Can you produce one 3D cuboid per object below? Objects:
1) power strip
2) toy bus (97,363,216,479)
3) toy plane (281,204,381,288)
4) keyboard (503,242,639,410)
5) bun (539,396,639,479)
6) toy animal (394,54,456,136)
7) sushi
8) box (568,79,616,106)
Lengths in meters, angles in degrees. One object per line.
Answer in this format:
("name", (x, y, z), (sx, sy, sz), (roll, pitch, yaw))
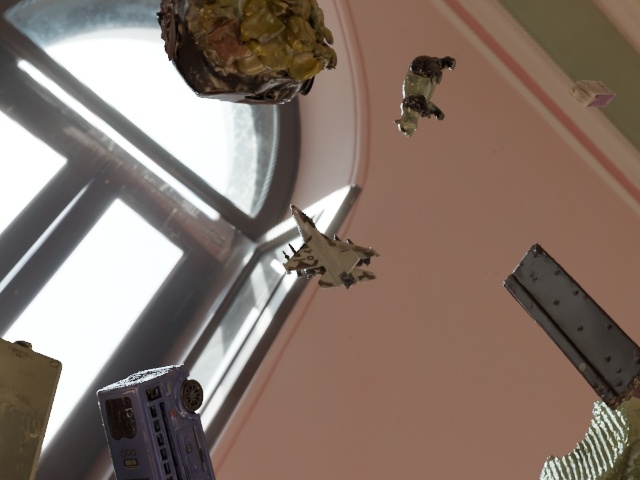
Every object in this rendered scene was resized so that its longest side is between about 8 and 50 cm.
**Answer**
("power strip", (-0.334, 0.232, 0.633), (0.106, 0.367, 0.043), (29, -65, -25))
("toy bus", (-0.243, 0.350, 1.020), (0.125, 0.133, 0.292), (-15, -92, 30))
("toy plane", (0.002, 0.017, 1.026), (0.234, 0.160, 0.082), (39, -47, 55))
("keyboard", (0.291, 0.091, 0.761), (0.023, 0.231, 0.072), (20, -67, -27))
("bun", (0.413, 0.325, 0.922), (0.126, 0.204, 0.212), (38, -53, 0))
("toy animal", (0.266, -0.383, 1.738), (0.121, 0.225, 0.094), (18, 10, 38))
("sushi", (-0.134, -0.457, 1.338), (0.328, 0.328, 0.285), (0, -14, -33))
("box", (0.562, -0.302, 1.360), (0.050, 0.117, 0.036), (50, -53, 22))
